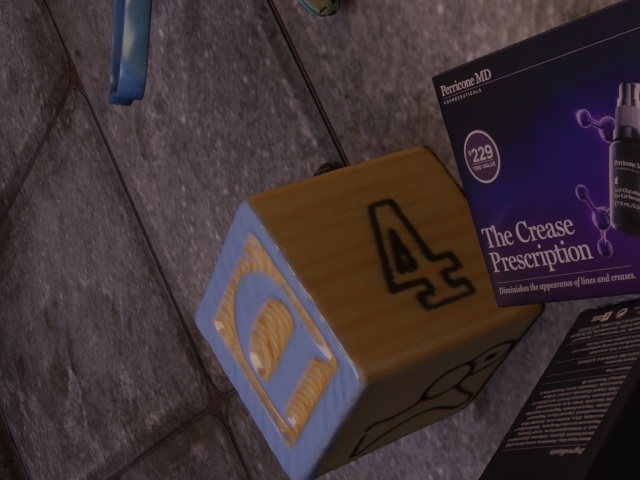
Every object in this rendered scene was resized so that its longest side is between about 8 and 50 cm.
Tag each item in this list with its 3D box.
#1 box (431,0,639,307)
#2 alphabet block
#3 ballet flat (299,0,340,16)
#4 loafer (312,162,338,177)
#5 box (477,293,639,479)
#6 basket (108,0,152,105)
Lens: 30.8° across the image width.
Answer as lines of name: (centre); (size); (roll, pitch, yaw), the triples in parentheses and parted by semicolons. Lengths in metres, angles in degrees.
box: (0.210, -0.062, 0.773); (0.261, 0.103, 0.184); (-14, 91, 58)
alphabet block: (0.035, 0.062, 1.009); (0.193, 0.197, 0.192); (57, 144, 23)
ballet flat: (-0.022, -0.294, 1.050); (0.188, 0.070, 0.070); (62, 147, 9)
loafer: (0.000, 0.000, 1.175); (0.061, 0.062, 0.170); (-97, 20, -49)
box: (0.204, 0.159, 0.746); (0.153, 0.207, 0.108); (46, 152, -12)
basket: (-0.180, -0.277, 1.128); (0.255, 0.201, 0.289); (-157, 75, -75)
